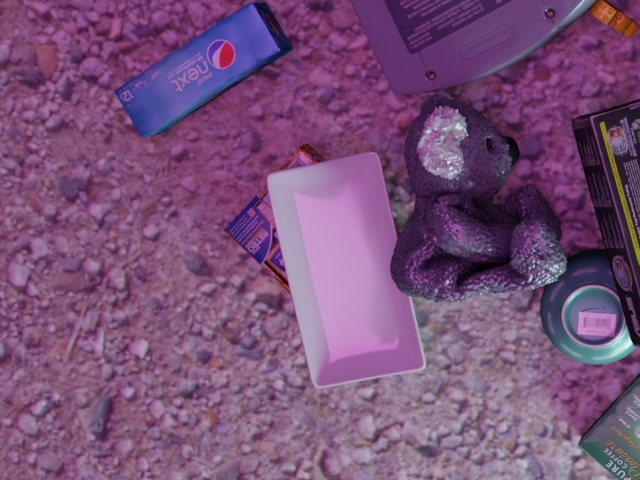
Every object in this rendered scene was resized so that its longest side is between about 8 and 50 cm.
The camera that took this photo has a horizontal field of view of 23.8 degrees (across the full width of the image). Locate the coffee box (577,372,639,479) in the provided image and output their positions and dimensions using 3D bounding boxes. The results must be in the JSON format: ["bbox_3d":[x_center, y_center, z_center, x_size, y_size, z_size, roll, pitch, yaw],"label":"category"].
[{"bbox_3d":[0.407,0.211,1.806,0.113,0.040,0.184,39,105,6],"label":"coffee box"}]

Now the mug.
[{"bbox_3d":[0.332,0.071,1.774,0.129,0.097,0.158,46,106,4],"label":"mug"}]

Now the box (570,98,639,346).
[{"bbox_3d":[0.421,-0.039,1.708,0.216,0.060,0.270,-18,94,-12],"label":"box"}]

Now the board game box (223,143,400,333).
[{"bbox_3d":[0.000,0.000,1.873,0.193,0.045,0.147,45,105,4],"label":"board game box"}]

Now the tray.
[{"bbox_3d":[0.032,0.035,1.831,0.145,0.030,0.270,-11,96,15],"label":"tray"}]

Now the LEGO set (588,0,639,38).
[{"bbox_3d":[0.319,-0.291,1.726,0.227,0.093,0.087,35,105,7],"label":"LEGO set"}]

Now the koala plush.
[{"bbox_3d":[0.157,-0.058,1.727,0.203,0.196,0.221,-13,105,9],"label":"koala plush"}]

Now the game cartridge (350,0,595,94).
[{"bbox_3d":[0.174,-0.288,1.737,0.294,0.060,0.196,-25,87,38],"label":"game cartridge"}]

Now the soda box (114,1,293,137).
[{"bbox_3d":[-0.143,-0.209,1.866,0.210,0.067,0.071,-31,90,16],"label":"soda box"}]
